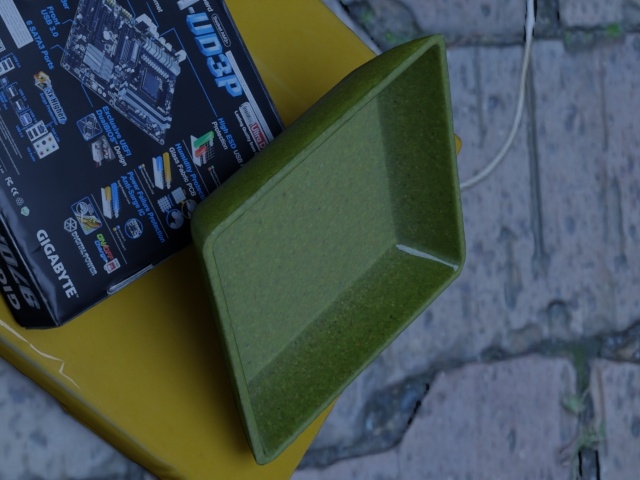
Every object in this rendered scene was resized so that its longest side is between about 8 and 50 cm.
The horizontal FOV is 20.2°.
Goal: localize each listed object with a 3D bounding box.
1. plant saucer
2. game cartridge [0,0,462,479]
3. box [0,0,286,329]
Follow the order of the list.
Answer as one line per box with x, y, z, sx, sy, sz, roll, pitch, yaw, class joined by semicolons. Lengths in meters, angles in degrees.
0.000;0.000;0.981;0.188;0.045;0.188;-43;144;-27;plant saucer
-0.088;-0.038;1.022;0.324;0.053;0.285;43;66;-25;game cartridge
-0.127;-0.089;0.939;0.175;0.051;0.220;-34;105;-30;box
